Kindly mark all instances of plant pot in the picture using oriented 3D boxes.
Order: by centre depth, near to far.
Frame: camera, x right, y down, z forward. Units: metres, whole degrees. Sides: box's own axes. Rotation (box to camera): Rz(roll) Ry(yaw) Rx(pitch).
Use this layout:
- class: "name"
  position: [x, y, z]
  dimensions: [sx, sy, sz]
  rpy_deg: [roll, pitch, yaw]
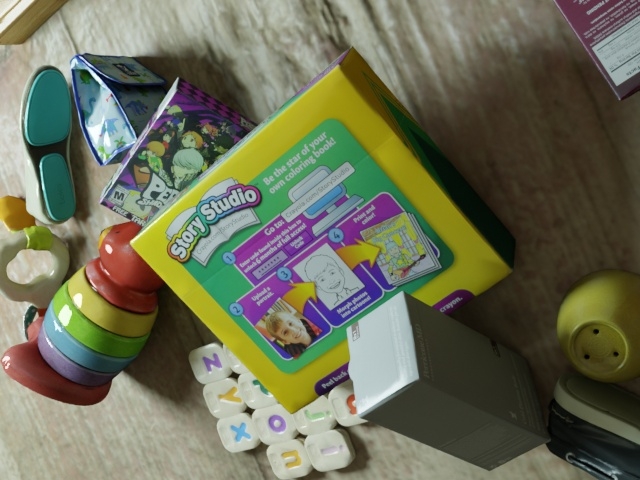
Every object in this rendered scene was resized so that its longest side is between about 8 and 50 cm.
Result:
- class: "plant pot"
  position: [0.330, 0.110, 1.050]
  dimensions: [0.134, 0.095, 0.134]
  rpy_deg: [7, 106, 26]

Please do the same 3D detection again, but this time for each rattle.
- class: "rattle"
  position: [-0.481, 0.050, 1.487]
  dimensions: [0.143, 0.130, 0.199]
  rpy_deg: [26, 140, 32]

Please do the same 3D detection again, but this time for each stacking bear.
- class: "stacking bear"
  position: [-0.316, 0.090, 1.361]
  dimensions: [0.164, 0.175, 0.289]
  rpy_deg: [34, 108, -7]

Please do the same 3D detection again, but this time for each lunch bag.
- class: "lunch bag"
  position: [-0.273, -0.192, 1.279]
  dimensions: [0.096, 0.129, 0.151]
  rpy_deg: [-28, 86, 25]

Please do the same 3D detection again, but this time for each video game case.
- class: "video game case"
  position: [-0.143, -0.074, 1.220]
  dimensions: [0.232, 0.042, 0.210]
  rpy_deg: [30, 120, -20]

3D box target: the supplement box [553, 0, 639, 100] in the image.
- class: "supplement box"
  position: [0.308, -0.251, 0.969]
  dimensions: [0.081, 0.104, 0.188]
  rpy_deg: [-35, 85, 30]

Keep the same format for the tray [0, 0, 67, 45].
- class: "tray"
  position: [-0.380, -0.476, 1.300]
  dimensions: [0.411, 0.076, 0.203]
  rpy_deg: [-31, 87, 31]

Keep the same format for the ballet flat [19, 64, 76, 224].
- class: "ballet flat"
  position: [-0.428, -0.147, 1.407]
  dimensions: [0.086, 0.086, 0.248]
  rpy_deg: [10, 108, 26]

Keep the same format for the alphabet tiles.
- class: "alphabet tiles"
  position: [-0.057, 0.204, 1.323]
  dimensions: [0.278, 0.021, 0.284]
  rpy_deg: [-21, 92, 31]

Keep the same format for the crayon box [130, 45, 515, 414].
- class: "crayon box"
  position: [0.000, 0.000, 1.133]
  dimensions: [0.363, 0.106, 0.313]
  rpy_deg: [-36, 101, 25]

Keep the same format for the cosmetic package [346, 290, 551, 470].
- class: "cosmetic package"
  position: [0.149, 0.169, 1.072]
  dimensions: [0.107, 0.238, 0.127]
  rpy_deg: [-35, 43, 29]

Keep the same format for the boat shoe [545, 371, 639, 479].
- class: "boat shoe"
  position: [0.406, 0.280, 1.035]
  dimensions: [0.340, 0.127, 0.113]
  rpy_deg: [27, 114, 22]
